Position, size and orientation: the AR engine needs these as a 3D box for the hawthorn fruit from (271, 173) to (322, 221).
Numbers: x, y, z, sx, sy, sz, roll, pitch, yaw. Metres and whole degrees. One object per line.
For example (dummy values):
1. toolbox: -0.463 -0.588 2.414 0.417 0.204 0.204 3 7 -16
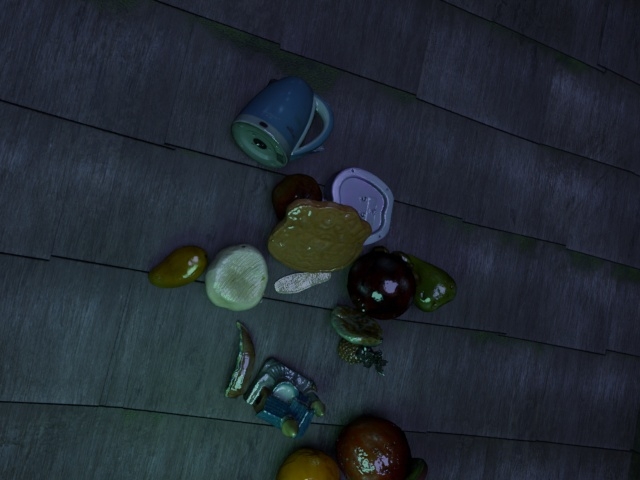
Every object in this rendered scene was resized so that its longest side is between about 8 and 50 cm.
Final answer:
1. hawthorn fruit: -0.080 -0.158 1.609 0.208 0.248 0.207 0 91 -21

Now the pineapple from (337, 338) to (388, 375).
1. pineapple: 0.173 0.462 1.687 0.125 0.251 0.125 -2 93 -31

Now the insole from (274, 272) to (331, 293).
1. insole: -0.070 0.167 1.736 0.248 0.011 0.081 -16 94 -17

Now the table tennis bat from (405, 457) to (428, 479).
1. table tennis bat: 0.268 1.035 1.733 0.415 0.268 0.051 -35 82 11

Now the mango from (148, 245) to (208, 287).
1. mango: -0.525 0.104 1.551 0.228 0.099 0.136 -29 103 -7

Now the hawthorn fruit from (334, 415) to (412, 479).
1. hawthorn fruit: 0.220 0.864 1.694 0.316 0.316 0.315 0 90 -17

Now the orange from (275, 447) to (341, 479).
1. orange: -0.048 0.948 1.617 0.261 0.261 0.260 0 90 -17

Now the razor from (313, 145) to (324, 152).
1. razor: -0.079 -0.371 1.719 0.191 0.037 0.068 -7 57 -19

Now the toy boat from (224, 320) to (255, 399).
1. toy boat: -0.307 0.469 1.621 0.099 0.108 0.292 7 81 14

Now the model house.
1. model house: -0.112 0.619 1.561 0.267 0.325 0.194 35 82 -15

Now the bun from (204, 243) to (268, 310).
1. bun: -0.326 0.144 1.583 0.260 0.160 0.258 -2 93 -34

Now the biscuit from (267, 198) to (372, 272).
1. biscuit: 0.000 0.002 1.608 0.386 0.365 0.062 13 42 -26

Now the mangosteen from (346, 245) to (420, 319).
1. mangosteen: 0.258 0.175 1.701 0.312 0.311 0.310 0 90 -17

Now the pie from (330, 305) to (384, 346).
1. pie: 0.151 0.350 1.702 0.241 0.240 0.054 17 112 -17

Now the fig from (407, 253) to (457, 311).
1. fig: 0.462 0.169 1.832 0.206 0.206 0.274 -25 74 -16

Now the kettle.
1. kettle: -0.118 -0.464 1.600 0.320 0.247 0.342 33 69 -2

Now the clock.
1. clock: 0.143 -0.136 1.755 0.339 0.102 0.338 0 90 -17
